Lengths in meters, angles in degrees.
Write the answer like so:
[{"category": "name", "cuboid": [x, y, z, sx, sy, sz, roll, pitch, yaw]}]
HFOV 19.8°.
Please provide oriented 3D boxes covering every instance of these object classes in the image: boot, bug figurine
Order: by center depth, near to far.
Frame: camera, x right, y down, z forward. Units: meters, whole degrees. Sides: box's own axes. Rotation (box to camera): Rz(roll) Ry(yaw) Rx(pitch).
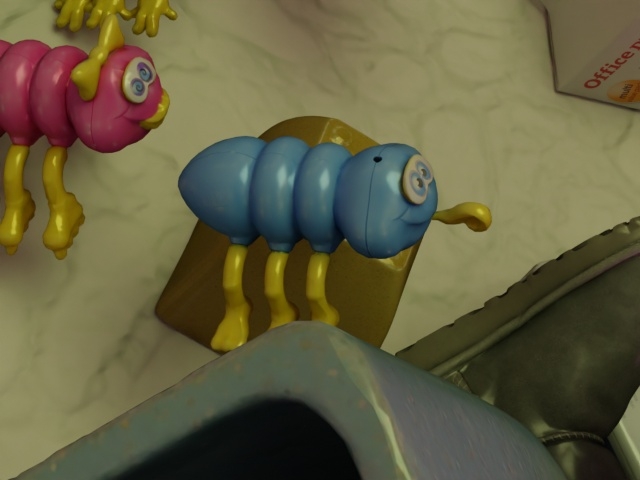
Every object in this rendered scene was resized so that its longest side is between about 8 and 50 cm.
[{"category": "bug figurine", "cuboid": [-0.026, -0.088, 0.672, 0.216, 0.072, 0.279, 2, 50, 18]}, {"category": "boot", "cuboid": [0.120, 0.112, 0.674, 0.189, 0.076, 0.208, -33, 70, 6]}]

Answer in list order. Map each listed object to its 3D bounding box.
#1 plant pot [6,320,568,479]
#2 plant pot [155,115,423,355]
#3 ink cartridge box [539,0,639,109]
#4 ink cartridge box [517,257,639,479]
[{"category": "plant pot", "cuboid": [0.000, 0.188, 0.485, 0.252, 0.247, 0.247, 13, 50, -65]}, {"category": "plant pot", "cuboid": [0.000, 0.000, 0.699, 0.081, 0.083, 0.081, 31, 52, -11]}, {"category": "ink cartridge box", "cuboid": [0.172, -0.117, 0.854, 0.143, 0.092, 0.090, 9, 60, -23]}, {"category": "ink cartridge box", "cuboid": [0.212, 0.091, 0.785, 0.224, 0.045, 0.223, -13, 70, -31]}]
